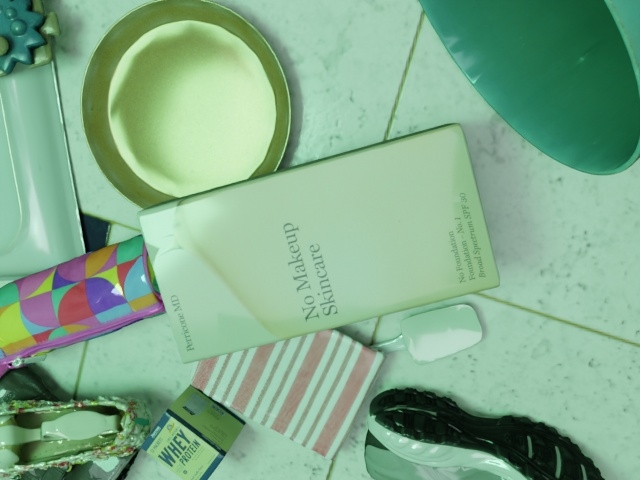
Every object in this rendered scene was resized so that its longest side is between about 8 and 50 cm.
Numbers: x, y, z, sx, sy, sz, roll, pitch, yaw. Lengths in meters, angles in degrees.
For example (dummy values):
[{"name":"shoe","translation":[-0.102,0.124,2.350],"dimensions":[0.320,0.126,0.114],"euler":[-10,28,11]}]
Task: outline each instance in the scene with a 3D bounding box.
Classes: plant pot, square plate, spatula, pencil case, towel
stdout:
[{"name":"plant pot","translation":[0.234,-0.238,0.541],"dimensions":[0.235,0.293,0.293],"euler":[-37,92,-1]},{"name":"square plate","translation":[-0.463,-0.109,0.807],"dimensions":[0.348,0.049,0.343],"euler":[-4,100,11]},{"name":"spatula","translation":[0.038,0.073,0.764],"dimensions":[0.242,0.019,0.168],"euler":[-20,97,13]},{"name":"plant pot","translation":[-0.144,-0.139,0.750],"dimensions":[0.237,0.032,0.236],"euler":[2,101,11]},{"name":"pencil case","translation":[-0.268,0.072,0.776],"dimensions":[0.237,0.104,0.104],"euler":[-22,96,12]},{"name":"towel","translation":[-0.040,0.142,0.779],"dimensions":[0.197,0.029,0.144],"euler":[27,105,7]}]

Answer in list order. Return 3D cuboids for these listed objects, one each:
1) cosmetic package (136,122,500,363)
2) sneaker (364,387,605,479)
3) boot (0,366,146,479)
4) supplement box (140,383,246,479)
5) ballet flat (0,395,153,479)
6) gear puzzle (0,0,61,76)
[{"name":"cosmetic package","translation":[0.000,0.000,0.683],"dimensions":[0.310,0.113,0.160],"euler":[-16,97,6]},{"name":"sneaker","translation":[0.176,0.247,0.741],"dimensions":[0.272,0.100,0.107],"euler":[17,117,10]},{"name":"boot","translation":[-0.363,0.282,0.842],"dimensions":[0.229,0.091,0.263],"euler":[39,103,2]},{"name":"supplement box","translation":[-0.144,0.222,0.793],"dimensions":[0.083,0.083,0.056],"euler":[36,105,2]},{"name":"ballet flat","translation":[-0.310,0.212,0.765],"dimensions":[0.241,0.077,0.091],"euler":[-11,71,-8]},{"name":"gear puzzle","translation":[-0.391,-0.330,0.727],"dimensions":[0.176,0.044,0.338],"euler":[-14,86,3]}]
